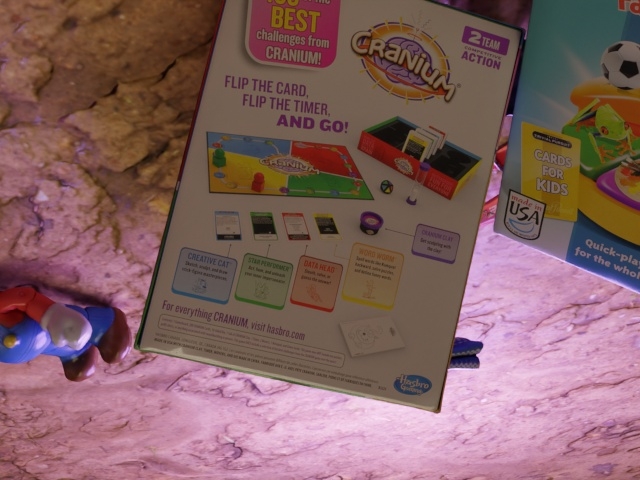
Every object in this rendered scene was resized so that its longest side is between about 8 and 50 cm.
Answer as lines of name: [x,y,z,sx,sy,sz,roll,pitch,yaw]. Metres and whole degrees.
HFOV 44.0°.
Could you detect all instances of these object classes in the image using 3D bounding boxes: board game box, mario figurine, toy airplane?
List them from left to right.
mario figurine: [-0.403,0.133,0.981,0.320,0.170,0.198,19,106,-43]
board game box: [0.010,-0.045,0.627,0.242,0.316,0.064,15,176,-12]
toy airplane: [0.218,-0.063,0.898,0.151,0.028,0.151,-4,146,-3]
board game box: [0.279,-0.105,0.593,0.254,0.079,0.336,25,137,28]

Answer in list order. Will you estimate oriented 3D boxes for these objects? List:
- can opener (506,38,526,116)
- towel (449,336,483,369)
can opener: [0.143,-0.101,0.718,0.073,0.186,0.059,14,178,18]
towel: [-0.010,0.091,0.896,0.243,0.040,0.336,2,-174,-27]
